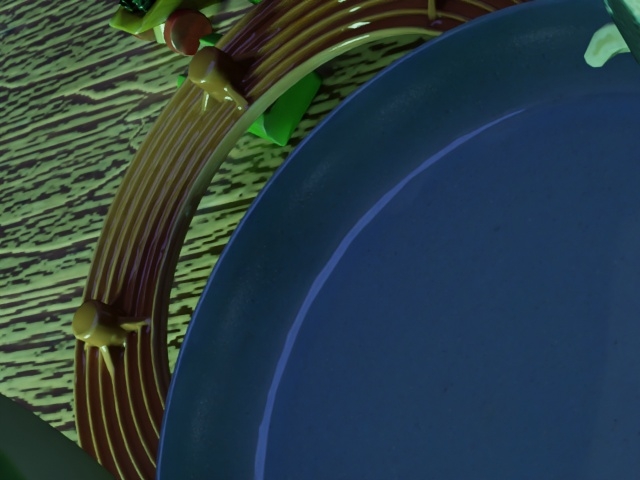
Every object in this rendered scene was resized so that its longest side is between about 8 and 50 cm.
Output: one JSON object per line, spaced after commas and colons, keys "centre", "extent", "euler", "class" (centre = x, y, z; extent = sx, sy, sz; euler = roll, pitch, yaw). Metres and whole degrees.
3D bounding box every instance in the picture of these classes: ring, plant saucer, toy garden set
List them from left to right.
{"centre": [-0.022, -0.189, 1.044], "extent": [0.244, 0.049, 0.204], "euler": [-60, 33, -1], "class": "toy garden set"}
{"centre": [0.000, 0.000, 0.840], "extent": [0.337, 0.032, 0.336], "euler": [-23, 53, 35], "class": "ring"}
{"centre": [0.071, 0.060, 0.683], "extent": [0.318, 0.044, 0.317], "euler": [-21, 55, 33], "class": "plant saucer"}

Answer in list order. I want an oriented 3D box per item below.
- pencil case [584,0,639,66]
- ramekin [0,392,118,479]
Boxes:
{"centre": [0.204, 0.070, 0.272], "extent": [0.410, 0.160, 0.183], "euler": [60, 155, 15], "class": "pencil case"}
{"centre": [-0.138, 0.186, 0.684], "extent": [0.148, 0.303, 0.303], "euler": [-41, 36, 13], "class": "ramekin"}
